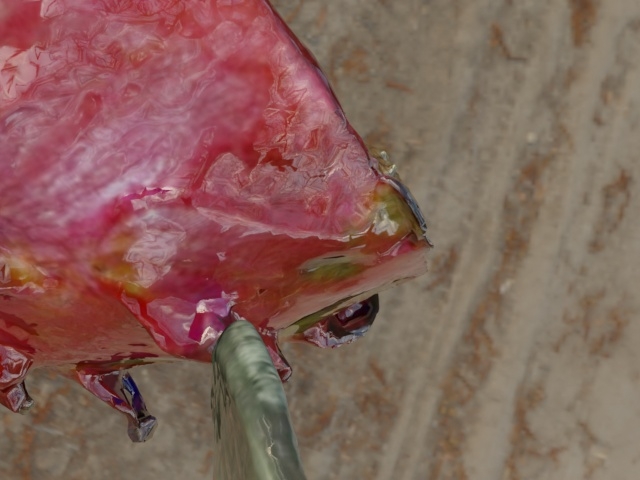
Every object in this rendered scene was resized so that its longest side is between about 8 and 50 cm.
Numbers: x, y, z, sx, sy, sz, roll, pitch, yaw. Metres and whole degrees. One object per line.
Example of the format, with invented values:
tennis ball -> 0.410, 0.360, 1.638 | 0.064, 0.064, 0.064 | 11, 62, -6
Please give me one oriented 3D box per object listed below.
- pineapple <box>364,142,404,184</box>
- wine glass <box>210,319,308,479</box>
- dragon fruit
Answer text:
pineapple -> 0.000, 0.000, 0.864 | 0.198, 0.108, 0.108 | -60, 143, -66
wine glass -> -0.191, 0.168, 0.364 | 0.406, 0.267, 0.267 | -12, 109, -7
dragon fruit -> -0.133, -0.084, 0.547 | 0.249, 0.371, 0.386 | -36, 166, 3
